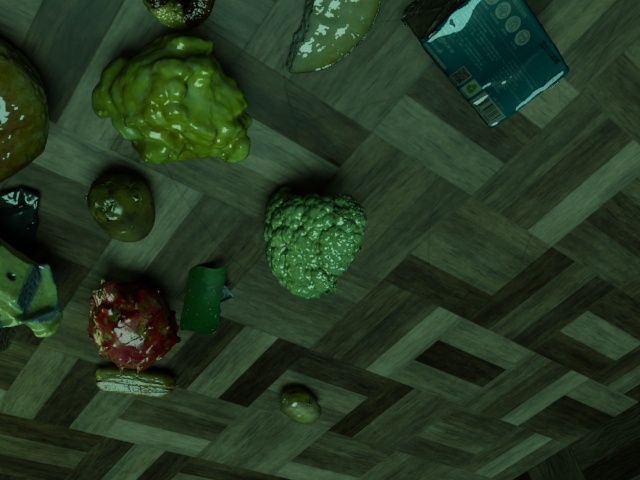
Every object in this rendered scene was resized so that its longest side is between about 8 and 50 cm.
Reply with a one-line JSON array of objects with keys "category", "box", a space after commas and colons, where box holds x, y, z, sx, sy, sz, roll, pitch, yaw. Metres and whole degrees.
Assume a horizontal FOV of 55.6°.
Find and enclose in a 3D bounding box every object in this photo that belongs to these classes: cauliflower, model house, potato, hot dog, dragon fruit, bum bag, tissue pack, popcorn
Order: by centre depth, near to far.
[{"category": "popcorn", "box": [-0.252, -0.238, 1.102, 0.250, 0.241, 0.235, 42, 75, -46]}, {"category": "tissue pack", "box": [0.313, -0.375, 1.150, 0.192, 0.134, 0.271, -37, 128, 20]}, {"category": "potato", "box": [-0.422, -0.072, 1.291, 0.137, 0.137, 0.176, -4, 153, -8]}, {"category": "model house", "box": [-0.732, 0.150, 1.301, 0.321, 0.261, 0.266, -12, 140, 30]}, {"category": "bum bag", "box": [-0.662, -0.032, 1.326, 0.087, 0.049, 0.198, 7, 129, -23]}, {"category": "cauliflower", "box": [0.000, 0.000, 1.390, 0.250, 0.275, 0.273, -20, 123, -39]}, {"category": "dragon fruit", "box": [-0.464, 0.192, 1.465, 0.205, 0.210, 0.268, -36, 126, -11]}, {"category": "model house", "box": [-0.271, 0.155, 1.517, 0.117, 0.167, 0.088, 1, 167, 24]}, {"category": "hot dog", "box": [-0.521, 0.401, 1.734, 0.235, 0.062, 0.092, 14, 127, -19]}, {"category": "potato", "box": [-0.063, 0.523, 1.921, 0.107, 0.080, 0.170, -27, 128, 24]}]

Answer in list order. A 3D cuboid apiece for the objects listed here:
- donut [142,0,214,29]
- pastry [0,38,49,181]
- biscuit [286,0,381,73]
[{"category": "donut", "box": [-0.244, -0.429, 1.047, 0.140, 0.059, 0.141, -8, 135, -8]}, {"category": "pastry", "box": [-0.645, -0.231, 1.057, 0.329, 0.136, 0.330, -13, 125, -19]}, {"category": "biscuit", "box": [0.039, -0.425, 1.116, 0.141, 0.038, 0.290, 8, 129, -18]}]
